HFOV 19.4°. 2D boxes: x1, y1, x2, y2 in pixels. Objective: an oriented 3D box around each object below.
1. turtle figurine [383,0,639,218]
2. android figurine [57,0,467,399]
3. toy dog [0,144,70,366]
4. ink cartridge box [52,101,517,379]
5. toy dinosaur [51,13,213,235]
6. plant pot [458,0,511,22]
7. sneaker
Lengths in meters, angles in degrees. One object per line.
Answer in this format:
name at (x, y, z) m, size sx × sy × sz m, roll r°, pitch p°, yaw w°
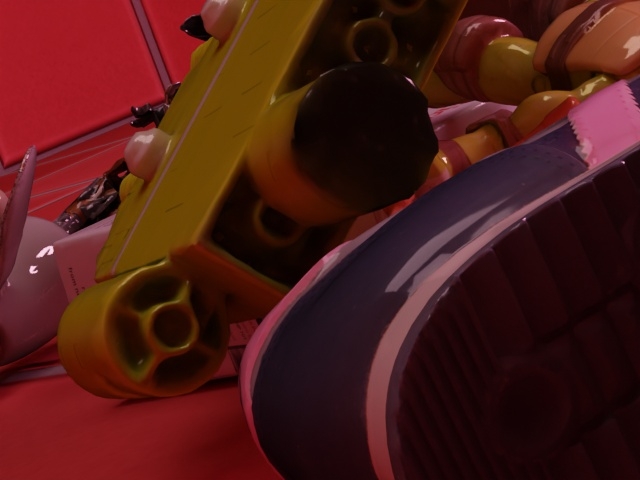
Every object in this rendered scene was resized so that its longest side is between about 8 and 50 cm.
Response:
turtle figurine at (0.117, -0.072, 0.683) m, size 0.269 × 0.087 × 0.217 m, roll -33°, pitch 24°, yaw -11°
android figurine at (-0.013, -0.055, 0.646) m, size 0.248 × 0.056 × 0.273 m, roll -63°, pitch 15°, yaw -11°
toy dog at (-0.233, 0.025, 0.920) m, size 0.220 × 0.161 × 0.334 m, roll -21°, pitch 10°, yaw 1°
ink cartridge box at (0.000, 0.000, 0.827) m, size 0.190 × 0.082 × 0.139 m, roll -14°, pitch 10°, yaw 42°
toy dinosaur at (-0.015, -0.067, 1.116) m, size 0.322 × 0.164 × 0.218 m, roll -44°, pitch -4°, yaw -10°
plant pot at (0.114, -0.104, 0.957) m, size 0.237 × 0.237 × 0.110 m, roll -22°, pitch -33°, yaw -9°
sneaker at (0.114, -0.015, 0.539) m, size 0.319 × 0.112 × 0.131 m, roll -24°, pitch 12°, yaw -29°
